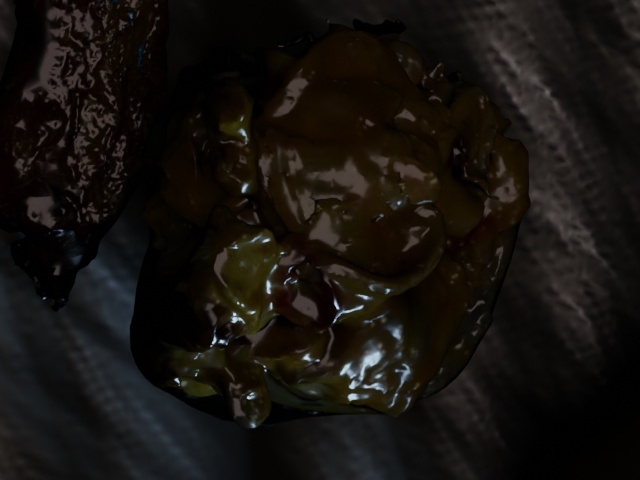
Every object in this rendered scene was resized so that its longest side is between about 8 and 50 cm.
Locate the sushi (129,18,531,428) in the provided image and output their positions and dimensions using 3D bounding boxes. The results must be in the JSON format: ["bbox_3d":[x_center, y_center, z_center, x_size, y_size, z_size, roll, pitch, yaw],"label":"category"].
[{"bbox_3d":[-0.002,-0.007,0.939,0.213,0.204,0.200,-9,94,-20],"label":"sushi"}]

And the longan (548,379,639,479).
[{"bbox_3d":[0.246,0.189,0.997,0.297,0.297,0.297,-2,97,-15],"label":"longan"}]

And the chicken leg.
[{"bbox_3d":[-0.129,-0.083,0.969,0.105,0.063,0.234,13,90,-21],"label":"chicken leg"}]
